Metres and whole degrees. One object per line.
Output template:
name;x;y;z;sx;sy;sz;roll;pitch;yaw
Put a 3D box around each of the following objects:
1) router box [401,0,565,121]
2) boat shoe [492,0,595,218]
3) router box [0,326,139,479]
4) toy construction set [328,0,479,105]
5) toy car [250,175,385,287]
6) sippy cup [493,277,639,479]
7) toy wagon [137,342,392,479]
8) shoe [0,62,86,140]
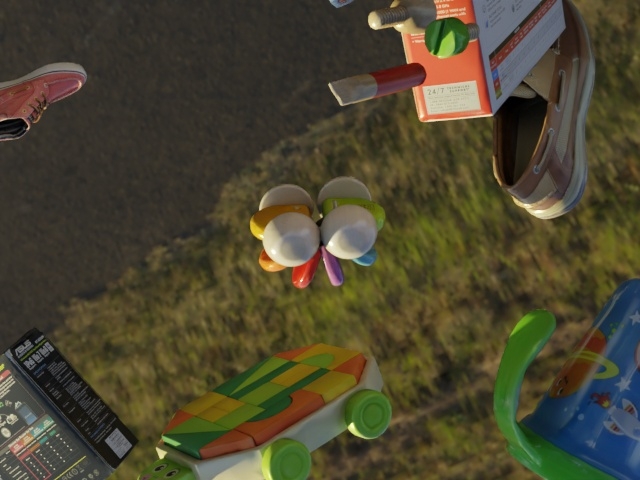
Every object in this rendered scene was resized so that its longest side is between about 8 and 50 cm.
router box;0.170;-0.325;1.269;0.082;0.301;0.335;-2;-157;27
boat shoe;0.281;-0.195;1.531;0.116;0.324;0.123;17;155;-41
router box;-0.181;0.122;0.689;0.122;0.092;0.038;-38;-174;26
toy construction set;0.007;-0.269;1.002;0.257;0.308;0.237;-6;-169;38
toy car;0.000;0.000;1.588;0.182;0.159;0.136;-8;114;-1
sippy cup;0.342;0.167;1.204;0.305;0.240;0.224;25;92;-54
toy wagon;-0.088;0.229;1.403;0.344;0.068;0.267;-27;-165;-28
shoe;-0.427;-0.202;1.742;0.178;0.081;0.063;-17;149;-11
